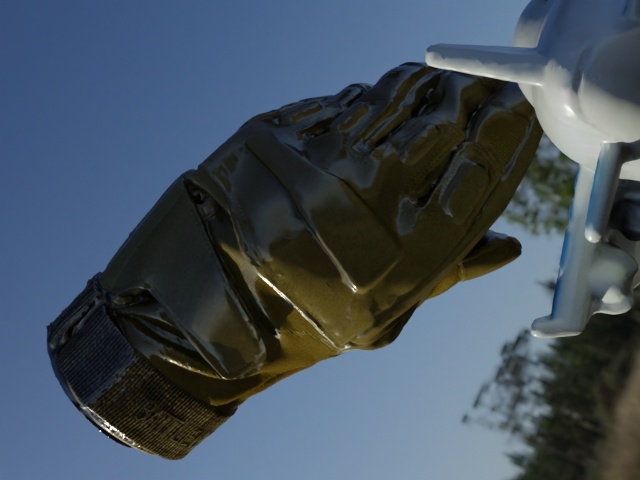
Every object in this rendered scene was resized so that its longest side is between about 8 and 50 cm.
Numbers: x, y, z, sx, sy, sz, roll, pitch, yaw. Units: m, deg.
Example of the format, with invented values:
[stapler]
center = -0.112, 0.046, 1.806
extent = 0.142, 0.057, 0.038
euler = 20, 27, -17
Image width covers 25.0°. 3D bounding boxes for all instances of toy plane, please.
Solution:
[toy plane]
center = 0.140, -0.082, 0.661
extent = 0.267, 0.123, 0.267
euler = 13, -90, -72

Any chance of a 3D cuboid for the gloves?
[gloves]
center = -0.005, 0.001, 0.847
extent = 0.331, 0.154, 0.141
euler = -36, -15, 8
